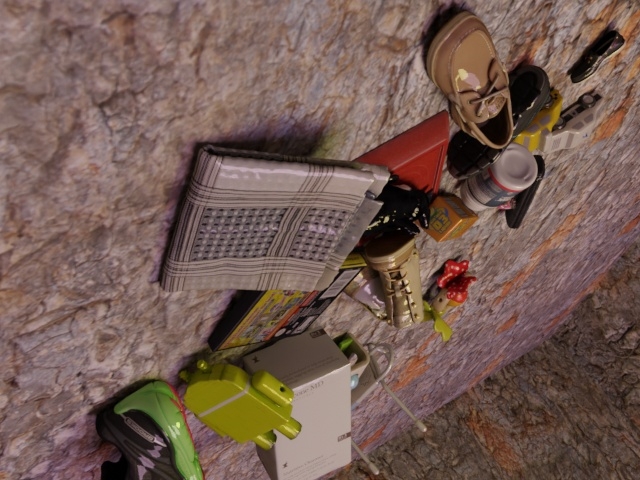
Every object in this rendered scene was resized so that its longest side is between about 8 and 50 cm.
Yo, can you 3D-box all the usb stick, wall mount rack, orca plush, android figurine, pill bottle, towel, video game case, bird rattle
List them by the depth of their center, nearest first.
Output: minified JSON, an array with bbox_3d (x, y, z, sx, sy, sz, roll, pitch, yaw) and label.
[{"bbox_3d":[-0.072,-0.012,1.091,0.324,0.056,0.312,2,136,-27],"label":"towel"},{"bbox_3d":[0.145,-0.032,1.275,0.151,0.102,0.287,-49,152,20],"label":"orca plush"},{"bbox_3d":[-0.068,0.126,1.391,0.248,0.035,0.275,-4,145,-44],"label":"video game case"},{"bbox_3d":[-0.176,0.347,1.442,0.248,0.273,0.056,-35,-156,36],"label":"android figurine"},{"bbox_3d":[0.382,-0.132,1.487,0.108,0.108,0.180,-28,172,-21],"label":"pill bottle"},{"bbox_3d":[0.525,-0.121,1.750,0.045,0.077,0.278,5,154,4],"label":"usb stick"},{"bbox_3d":[0.147,0.481,1.978,0.130,0.304,0.350,28,114,-30],"label":"wall mount rack"},{"bbox_3d":[0.377,0.152,2.002,0.207,0.143,0.254,-21,137,-54],"label":"bird rattle"}]

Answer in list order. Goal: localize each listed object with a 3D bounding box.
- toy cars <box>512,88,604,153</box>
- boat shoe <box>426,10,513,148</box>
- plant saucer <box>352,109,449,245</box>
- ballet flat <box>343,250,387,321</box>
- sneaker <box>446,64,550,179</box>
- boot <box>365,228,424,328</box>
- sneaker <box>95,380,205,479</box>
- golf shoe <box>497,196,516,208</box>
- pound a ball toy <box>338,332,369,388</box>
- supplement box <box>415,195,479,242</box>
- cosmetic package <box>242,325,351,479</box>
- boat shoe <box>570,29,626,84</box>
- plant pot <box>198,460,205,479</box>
[{"bbox_3d":[0.541,-0.253,1.556,0.393,0.087,0.176,-12,143,-43],"label":"toy cars"},{"bbox_3d":[0.278,-0.266,1.171,0.121,0.110,0.341,-43,153,7],"label":"boat shoe"},{"bbox_3d":[0.148,-0.104,1.337,0.258,0.048,0.259,-30,153,-17],"label":"plant saucer"},{"bbox_3d":[0.132,0.119,1.592,0.123,0.123,0.348,-40,153,3],"label":"ballet flat"},{"bbox_3d":[0.367,-0.223,1.369,0.267,0.101,0.106,-48,155,19],"label":"sneaker"},{"bbox_3d":[0.161,0.089,1.420,0.095,0.204,0.262,-4,-172,14],"label":"boot"},{"bbox_3d":[-0.353,0.511,1.441,0.202,0.185,0.483,-15,116,-14],"label":"sneaker"},{"bbox_3d":[0.444,-0.113,1.698,0.086,0.068,0.186,-3,177,21],"label":"golf shoe"},{"bbox_3d":[-0.008,0.420,1.865,0.208,0.136,0.319,-17,146,-37],"label":"pound a ball toy"},{"bbox_3d":[0.284,-0.049,1.509,0.078,0.080,0.233,-47,164,18],"label":"supplement box"},{"bbox_3d":[-0.049,0.417,1.653,0.217,0.156,0.385,-21,133,-20],"label":"cosmetic package"},{"bbox_3d":[0.584,-0.391,1.447,0.042,0.049,0.133,29,120,-32],"label":"boat shoe"},{"bbox_3d":[-0.369,0.619,1.681,0.191,0.174,0.191,-31,151,-19],"label":"plant pot"}]
